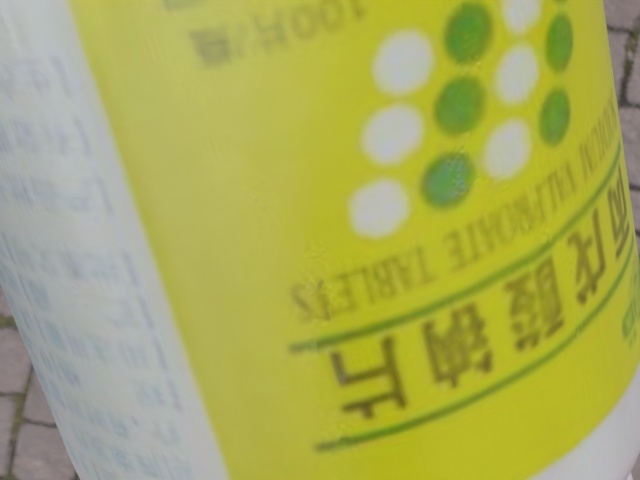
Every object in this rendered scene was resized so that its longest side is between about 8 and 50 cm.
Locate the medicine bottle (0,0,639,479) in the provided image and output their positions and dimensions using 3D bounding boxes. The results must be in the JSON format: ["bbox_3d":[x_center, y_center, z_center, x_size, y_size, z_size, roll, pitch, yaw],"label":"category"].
[{"bbox_3d":[0.000,0.000,0.474,0.214,0.378,0.213,-12,30,7],"label":"medicine bottle"}]
